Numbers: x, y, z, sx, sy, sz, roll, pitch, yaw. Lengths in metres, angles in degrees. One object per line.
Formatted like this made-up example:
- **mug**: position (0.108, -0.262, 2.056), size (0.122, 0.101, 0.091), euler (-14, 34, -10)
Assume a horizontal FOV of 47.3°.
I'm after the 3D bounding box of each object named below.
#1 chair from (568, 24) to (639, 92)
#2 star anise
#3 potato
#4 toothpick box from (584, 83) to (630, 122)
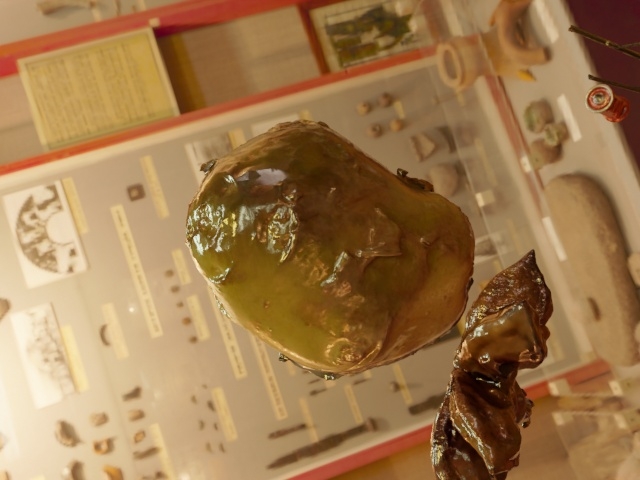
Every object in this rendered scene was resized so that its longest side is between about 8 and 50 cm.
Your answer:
- **chair**: position (0.543, -0.273, 1.049), size (0.170, 0.326, 0.159), euler (124, 151, -43)
- **star anise**: position (0.103, 0.087, 0.441), size (0.168, 0.057, 0.167), euler (14, -90, -70)
- **potato**: position (0.000, 0.000, 0.754), size (0.246, 0.300, 0.196), euler (-67, -22, -16)
- **toothpick box**: position (0.464, -0.220, 1.177), size (0.047, 0.083, 0.047), euler (-5, 82, 41)
